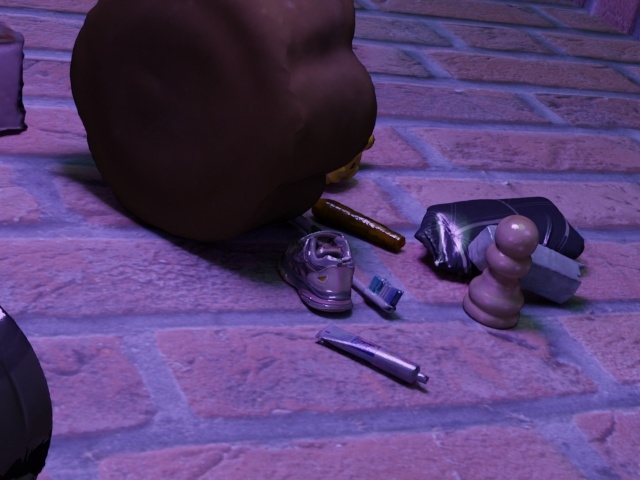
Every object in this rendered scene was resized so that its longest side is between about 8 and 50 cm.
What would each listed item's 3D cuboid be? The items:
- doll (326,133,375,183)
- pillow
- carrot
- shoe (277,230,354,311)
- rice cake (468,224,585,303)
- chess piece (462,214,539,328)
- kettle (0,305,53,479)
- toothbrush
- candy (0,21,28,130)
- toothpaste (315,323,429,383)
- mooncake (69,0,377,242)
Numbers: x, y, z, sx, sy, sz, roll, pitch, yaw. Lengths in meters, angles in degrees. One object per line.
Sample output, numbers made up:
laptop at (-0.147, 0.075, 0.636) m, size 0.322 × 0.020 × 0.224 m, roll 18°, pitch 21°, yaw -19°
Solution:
doll at (0.020, -0.171, 2.172) m, size 0.135 × 0.143 × 0.221 m, roll 52°, pitch 29°, yaw -2°
pillow at (0.299, -0.010, 2.030) m, size 0.335 × 0.093 × 0.161 m, roll -3°, pitch 36°, yaw -31°
carrot at (0.064, -0.027, 2.003) m, size 0.170 × 0.042 × 0.042 m, roll 25°, pitch 28°, yaw 18°
shoe at (-0.003, 0.029, 1.792) m, size 0.089 × 0.092 × 0.180 m, roll 1°, pitch 29°, yaw -24°
rice cake at (0.332, 0.039, 1.925) m, size 0.206 × 0.069 × 0.063 m, roll 25°, pitch 40°, yaw -22°
chess piece at (0.281, 0.040, 1.831) m, size 0.094 × 0.171 × 0.094 m, roll 10°, pitch 26°, yaw -5°
kettle at (-0.413, 0.228, 1.084) m, size 0.321 × 0.228 × 0.324 m, roll 54°, pitch 39°, yaw 6°
toothbrush at (-0.002, 0.004, 1.916) m, size 0.042 × 0.040 × 0.418 m, roll 19°, pitch 13°, yaw -42°
candy at (-0.592, -0.266, 1.994) m, size 0.137 × 0.185 × 0.195 m, roll 27°, pitch 32°, yaw 35°
toothpaste at (0.073, 0.157, 1.649) m, size 0.169 × 0.028 × 0.045 m, roll 24°, pitch 34°, yaw 24°
mooncake at (-0.151, -0.239, 1.850) m, size 0.467 × 0.467 × 0.262 m, roll 27°, pitch 27°, yaw 23°
